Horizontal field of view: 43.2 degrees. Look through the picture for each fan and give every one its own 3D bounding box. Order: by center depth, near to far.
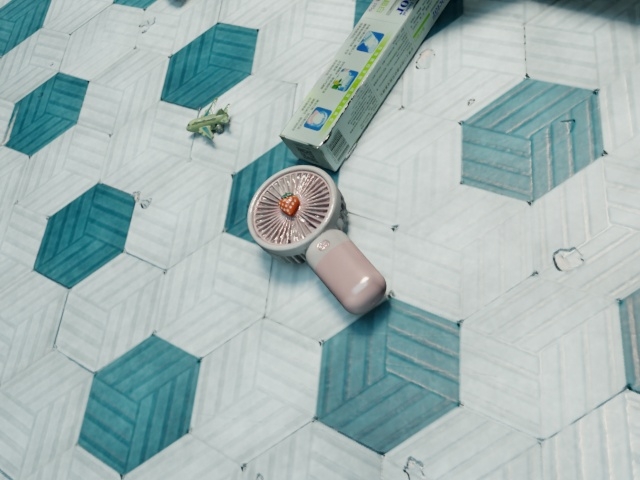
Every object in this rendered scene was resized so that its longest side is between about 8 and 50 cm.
[{"bbox_3d":[0.000,0.000,1.035,0.130,0.074,0.244,-41,52,-1],"label":"fan"}]

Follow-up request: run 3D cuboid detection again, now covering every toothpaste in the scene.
[{"bbox_3d":[0.072,-0.256,1.160,0.081,0.067,0.336,23,73,36],"label":"toothpaste"}]

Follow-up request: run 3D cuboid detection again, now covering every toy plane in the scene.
[{"bbox_3d":[-0.174,-0.185,1.266,0.083,0.033,0.080,-18,55,26],"label":"toy plane"}]
